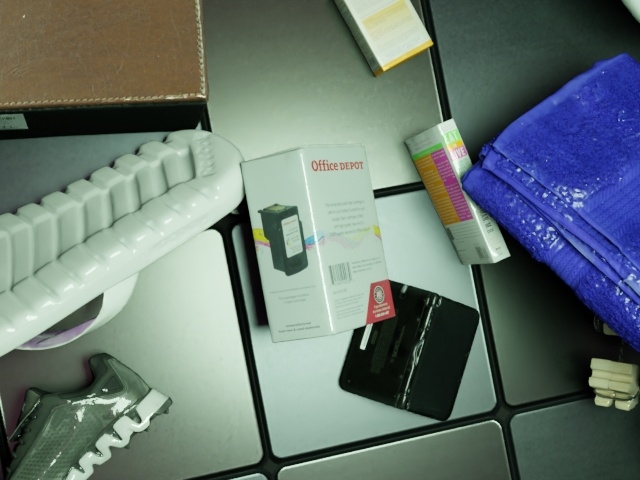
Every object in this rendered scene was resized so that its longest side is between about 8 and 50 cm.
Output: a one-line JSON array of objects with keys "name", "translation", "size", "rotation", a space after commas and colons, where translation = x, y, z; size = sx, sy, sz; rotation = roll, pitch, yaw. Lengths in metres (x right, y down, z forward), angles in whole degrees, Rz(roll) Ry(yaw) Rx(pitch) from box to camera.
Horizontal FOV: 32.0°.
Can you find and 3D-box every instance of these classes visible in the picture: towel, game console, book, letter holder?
[{"name": "towel", "translation": [0.310, -0.026, 1.010], "size": [0.227, 0.076, 0.308], "rotation": [-38, 68, -16]}, {"name": "game console", "translation": [0.092, 0.112, 1.146], "size": [0.107, 0.071, 0.122], "rotation": [15, 84, 21]}, {"name": "book", "translation": [0.138, -0.046, 1.118], "size": [0.035, 0.096, 0.144], "rotation": [-23, 92, -10]}, {"name": "letter holder", "translation": [-0.265, -0.211, 1.024], "size": [0.301, 0.152, 0.214], "rotation": [-4, 87, -11]}]

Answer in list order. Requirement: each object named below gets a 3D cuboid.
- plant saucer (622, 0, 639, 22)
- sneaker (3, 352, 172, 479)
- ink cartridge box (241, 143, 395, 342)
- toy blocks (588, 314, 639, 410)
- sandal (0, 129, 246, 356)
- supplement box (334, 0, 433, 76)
[{"name": "plant saucer", "translation": [0.371, -0.401, 1.123], "size": [0.400, 0.100, 0.400], "rotation": [-15, 114, -38]}, {"name": "sneaker", "translation": [-0.258, 0.195, 1.048], "size": [0.234, 0.078, 0.106], "rotation": [-42, 92, -13]}, {"name": "ink cartridge box", "translation": [0.000, 0.000, 1.071], "size": [0.072, 0.127, 0.175], "rotation": [-11, 89, 32]}, {"name": "toy blocks", "translation": [0.462, 0.191, 1.136], "size": [0.260, 0.309, 0.289], "rotation": [11, 84, -54]}, {"name": "sandal", "translation": [-0.244, 0.038, 1.037], "size": [0.416, 0.169, 0.102], "rotation": [-27, 133, -11]}, {"name": "supplement box", "translation": [0.062, -0.226, 1.141], "size": [0.062, 0.036, 0.098], "rotation": [-29, 93, -10]}]
